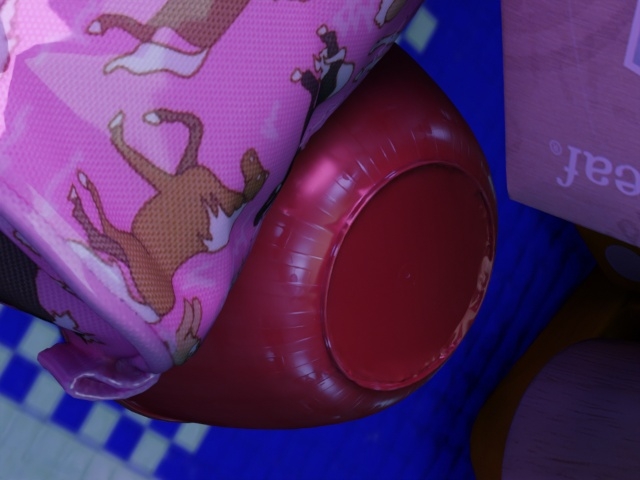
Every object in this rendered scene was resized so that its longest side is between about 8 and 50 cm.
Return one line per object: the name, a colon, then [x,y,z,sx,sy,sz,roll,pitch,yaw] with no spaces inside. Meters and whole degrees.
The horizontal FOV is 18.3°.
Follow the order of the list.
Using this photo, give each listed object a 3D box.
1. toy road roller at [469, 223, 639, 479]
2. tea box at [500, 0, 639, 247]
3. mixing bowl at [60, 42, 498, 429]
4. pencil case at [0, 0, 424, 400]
toy road roller: [0.192,-0.014,0.860,0.329,0.202,0.240,-50,123,-25]
tea box: [0.273,-0.115,0.573,0.323,0.329,0.220,-30,128,-36]
mixing bowl: [0.000,0.000,0.739,0.181,0.098,0.181,-20,121,-38]
pencil case: [-0.006,-0.140,0.634,0.386,0.167,0.160,-52,167,-15]
